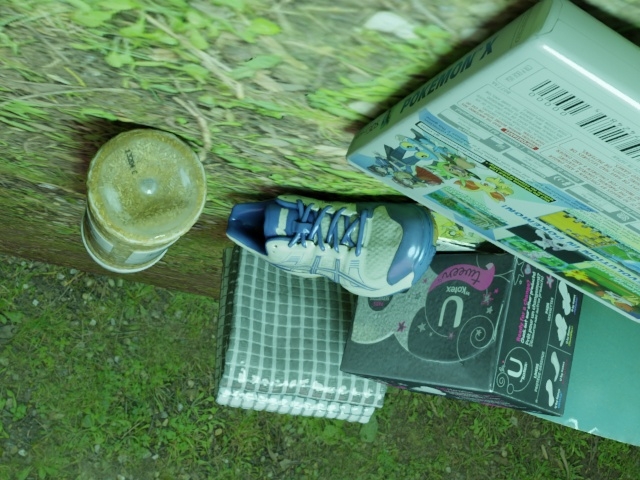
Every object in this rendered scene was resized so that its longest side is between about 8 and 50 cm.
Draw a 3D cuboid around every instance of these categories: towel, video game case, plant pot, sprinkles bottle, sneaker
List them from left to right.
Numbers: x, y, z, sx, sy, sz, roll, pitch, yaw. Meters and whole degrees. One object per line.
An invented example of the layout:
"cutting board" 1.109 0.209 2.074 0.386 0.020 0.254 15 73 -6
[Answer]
"sprinkles bottle" -0.219 -0.034 0.939 0.121 0.121 0.355 13 169 -16
"towel" -0.027 0.106 1.139 0.235 0.283 0.121 8 143 -11
"sneaker" 0.000 0.000 0.932 0.131 0.111 0.297 19 166 -38
"video game case" 0.204 0.018 1.016 0.210 0.041 0.232 12 170 -5
"plant pot" 0.382 0.163 1.154 0.290 0.195 0.290 16 178 1
"video game case" 0.210 -0.025 0.574 0.329 0.036 0.300 27 166 -13

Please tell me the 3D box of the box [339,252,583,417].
"box" 0.165 0.107 0.963 0.142 0.163 0.247 23 164 -37
